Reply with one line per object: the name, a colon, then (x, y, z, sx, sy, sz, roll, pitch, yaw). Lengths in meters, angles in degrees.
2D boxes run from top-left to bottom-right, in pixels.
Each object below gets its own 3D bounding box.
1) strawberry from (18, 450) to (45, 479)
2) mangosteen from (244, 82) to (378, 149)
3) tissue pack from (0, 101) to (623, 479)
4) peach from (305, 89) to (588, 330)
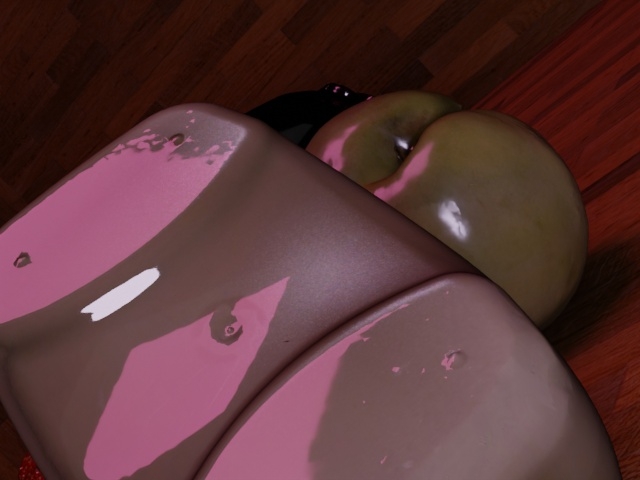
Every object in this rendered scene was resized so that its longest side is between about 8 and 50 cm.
strawberry: (-0.379, 0.373, 1.865, 0.288, 0.238, 0.250, -19, -2, 5)
mangosteen: (0.000, 0.000, 1.541, 0.382, 0.382, 0.435, -108, 33, -83)
tissue pack: (-0.017, 0.116, 0.669, 0.267, 0.277, 0.387, -43, 49, -12)
peach: (0.116, -0.009, 1.063, 0.247, 0.292, 0.292, -58, 12, -31)
